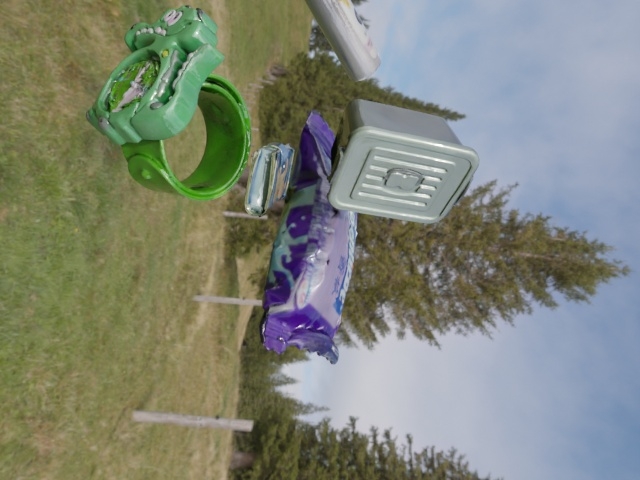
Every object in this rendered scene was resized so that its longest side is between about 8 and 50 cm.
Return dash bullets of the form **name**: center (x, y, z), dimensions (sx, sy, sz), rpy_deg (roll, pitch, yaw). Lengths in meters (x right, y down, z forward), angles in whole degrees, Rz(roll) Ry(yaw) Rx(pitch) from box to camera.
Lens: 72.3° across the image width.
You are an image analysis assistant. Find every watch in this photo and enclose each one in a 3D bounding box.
- **watch**: center (-0.133, -0.129, 0.459), dimensions (0.152, 0.131, 0.165), rpy_deg (45, 62, -53)

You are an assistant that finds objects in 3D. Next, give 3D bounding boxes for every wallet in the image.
- **wallet**: center (-0.108, -0.138, 0.936), dimensions (0.202, 0.059, 0.141), rpy_deg (-67, 171, -73)

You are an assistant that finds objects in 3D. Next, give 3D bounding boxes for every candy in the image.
- **candy**: center (0.000, 0.000, 0.488), dimensions (0.145, 0.070, 0.275), rpy_deg (47, 45, -52)

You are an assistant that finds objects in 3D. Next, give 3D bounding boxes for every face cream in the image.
- **face cream**: center (0.021, -0.430, 0.813), dimensions (0.269, 0.073, 0.107), rpy_deg (49, 27, -36)

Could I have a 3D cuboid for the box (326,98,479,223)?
- **box**: center (0.065, -0.071, 0.388), dimensions (0.069, 0.123, 0.084), rpy_deg (-97, -159, -45)
